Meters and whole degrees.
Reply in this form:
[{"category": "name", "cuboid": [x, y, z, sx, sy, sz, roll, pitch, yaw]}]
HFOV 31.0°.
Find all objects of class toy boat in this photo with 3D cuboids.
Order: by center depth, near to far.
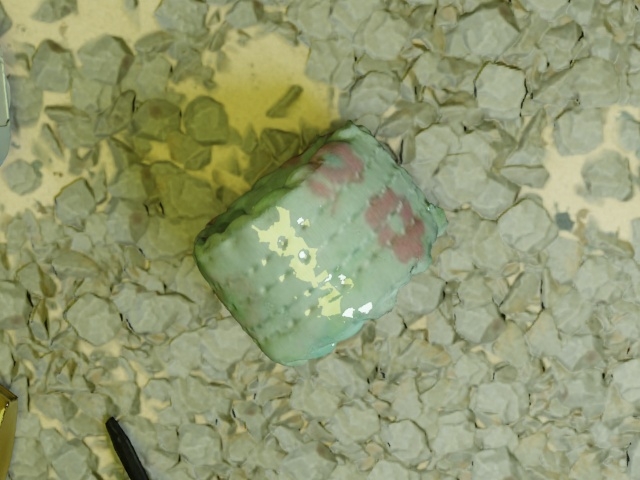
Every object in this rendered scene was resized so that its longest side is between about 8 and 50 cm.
[{"category": "toy boat", "cuboid": [-0.346, 0.217, 1.183, 0.049, 0.047, 0.149, 16, 99, 15]}]

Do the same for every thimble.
[{"category": "thimble", "cuboid": [0.000, 0.000, 1.050, 0.211, 0.185, 0.149, -39, 98, -5]}]

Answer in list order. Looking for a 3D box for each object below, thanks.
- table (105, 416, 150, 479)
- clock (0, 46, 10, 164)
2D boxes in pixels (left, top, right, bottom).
[{"category": "table", "cuboid": [-0.245, 0.371, 1.129, 0.317, 0.317, 0.249, -45, 82, 10]}, {"category": "clock", "cuboid": [-0.373, -0.127, 1.091, 0.144, 0.103, 0.231, -3, 95, 17]}]
